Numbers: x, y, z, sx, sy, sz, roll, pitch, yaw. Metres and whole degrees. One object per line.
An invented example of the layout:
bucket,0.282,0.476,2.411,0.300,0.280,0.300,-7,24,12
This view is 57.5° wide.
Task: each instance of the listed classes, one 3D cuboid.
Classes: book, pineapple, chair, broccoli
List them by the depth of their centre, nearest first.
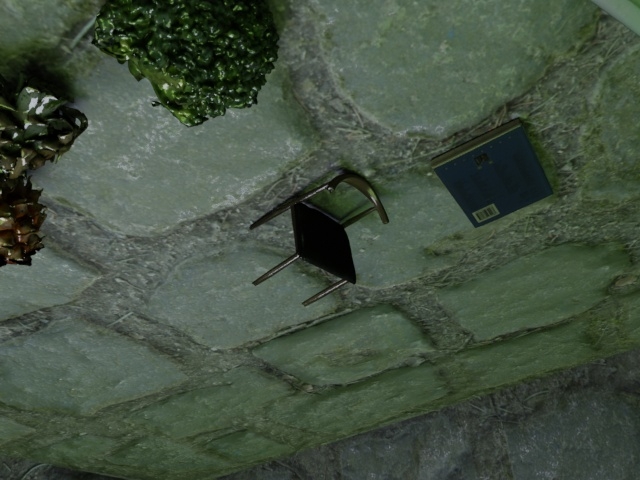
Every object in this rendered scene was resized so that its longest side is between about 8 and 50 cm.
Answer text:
broccoli,-0.188,-0.292,0.791,0.245,0.248,0.288,23,162,18
pineapple,-0.495,-0.140,0.924,0.262,0.262,0.272,28,108,-40
chair,0.000,0.000,1.220,0.272,0.166,0.188,-33,138,31
book,0.369,-0.132,1.238,0.190,0.025,0.269,-26,141,21

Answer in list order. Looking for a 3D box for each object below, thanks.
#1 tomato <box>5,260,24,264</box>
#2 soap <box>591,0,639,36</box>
tomato,-0.655,0.000,1.155,0.138,0.091,0.159,7,170,-5
soap,0.491,-0.395,0.834,0.289,0.095,0.173,16,137,-29
